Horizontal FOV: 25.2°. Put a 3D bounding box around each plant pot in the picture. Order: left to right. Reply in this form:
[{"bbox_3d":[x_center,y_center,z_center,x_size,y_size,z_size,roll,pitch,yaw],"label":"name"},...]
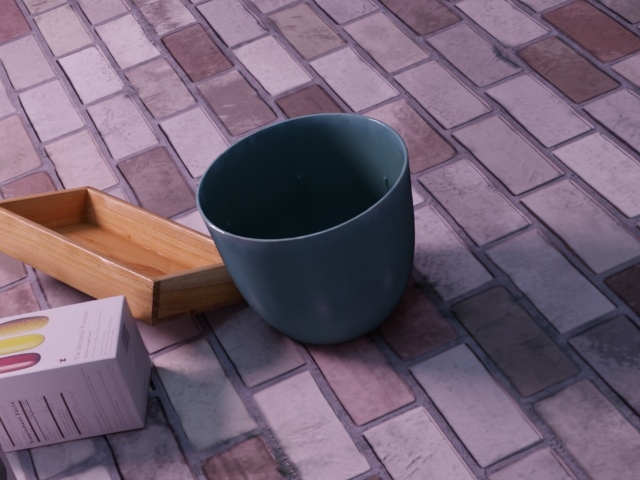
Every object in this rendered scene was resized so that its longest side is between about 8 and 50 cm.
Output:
[{"bbox_3d":[0.000,0.000,1.985,0.293,0.235,0.293,-10,36,8],"label":"plant pot"}]

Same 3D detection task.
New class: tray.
[{"bbox_3d":[-0.306,0.016,2.157,0.411,0.076,0.203,22,24,40],"label":"tray"}]

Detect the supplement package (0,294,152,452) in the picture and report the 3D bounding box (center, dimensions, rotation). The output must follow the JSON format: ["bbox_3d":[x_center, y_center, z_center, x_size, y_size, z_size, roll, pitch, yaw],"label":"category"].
[{"bbox_3d":[-0.370,0.186,1.959,0.244,0.134,0.139,-11,36,6],"label":"supplement package"}]

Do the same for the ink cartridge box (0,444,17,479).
[{"bbox_3d":[-0.497,0.296,1.710,0.226,0.306,0.131,-13,35,4],"label":"ink cartridge box"}]
